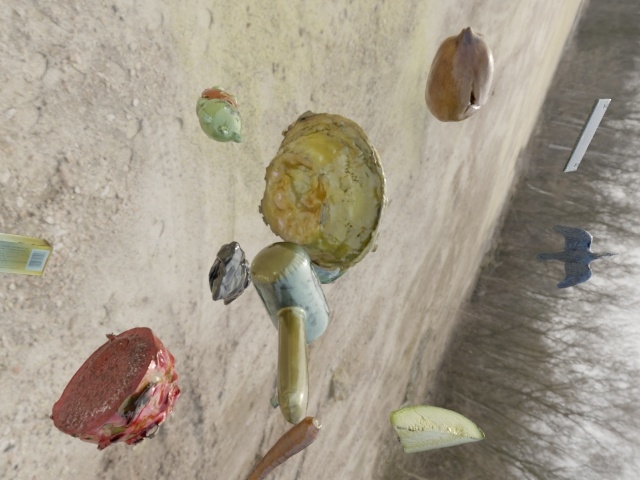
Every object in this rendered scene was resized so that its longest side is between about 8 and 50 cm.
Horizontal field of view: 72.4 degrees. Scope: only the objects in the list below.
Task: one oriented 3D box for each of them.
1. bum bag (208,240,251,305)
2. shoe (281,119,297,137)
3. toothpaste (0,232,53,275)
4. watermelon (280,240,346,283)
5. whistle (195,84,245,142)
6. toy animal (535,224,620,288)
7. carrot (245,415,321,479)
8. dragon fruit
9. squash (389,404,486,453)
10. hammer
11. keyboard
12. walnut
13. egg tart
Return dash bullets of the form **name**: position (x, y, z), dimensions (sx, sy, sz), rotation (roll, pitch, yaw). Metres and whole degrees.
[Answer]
- **bum bag**: position (-0.231, 0.098, 1.141), dimensions (0.340, 0.095, 0.144), rotation (122, -15, -77)
- **shoe**: position (-0.094, -0.345, 1.453), dimensions (0.109, 0.072, 0.069), rotation (-54, 170, 35)
- **toothpaste**: position (-0.766, 0.019, 0.951), dimensions (0.313, 0.071, 0.089), rotation (15, 103, -56)
- **watermelon**: position (0.000, 0.000, 1.664), dimensions (0.320, 0.214, 0.289), rotation (25, 104, -28)
- **whistle**: position (-0.277, -0.351, 1.195), dimensions (0.131, 0.288, 0.106), rotation (28, 113, -33)
- **toy animal**: position (0.937, 0.052, 1.607), dimensions (0.176, 0.255, 0.239), rotation (31, 59, -66)
- **carrot**: position (-0.081, 0.406, 0.823), dimensions (0.216, 0.048, 0.048), rotation (-45, 160, 10)
- **dragon fruit**: position (-0.594, 0.469, 1.339), dimensions (0.386, 0.371, 0.249), rotation (-30, 122, 6)
- **squash**: position (0.349, 0.542, 1.311), dimensions (0.093, 0.252, 0.169), rotation (-90, 160, -53)
- **hammer**: position (-0.045, 0.154, 0.700), dimensions (0.305, 0.113, 0.202), rotation (-96, 166, -53)
- **keyboard**: position (0.624, -0.246, 1.032), dimensions (0.055, 0.014, 0.176), rotation (-14, 129, -33)
- **walnut**: position (0.432, -0.510, 1.352), dimensions (0.209, 0.209, 0.336), rotation (-61, 161, -20)
- **egg tart**: position (-0.018, -0.088, 0.826), dimensions (0.120, 0.315, 0.315), rotation (-12, 121, -46)
